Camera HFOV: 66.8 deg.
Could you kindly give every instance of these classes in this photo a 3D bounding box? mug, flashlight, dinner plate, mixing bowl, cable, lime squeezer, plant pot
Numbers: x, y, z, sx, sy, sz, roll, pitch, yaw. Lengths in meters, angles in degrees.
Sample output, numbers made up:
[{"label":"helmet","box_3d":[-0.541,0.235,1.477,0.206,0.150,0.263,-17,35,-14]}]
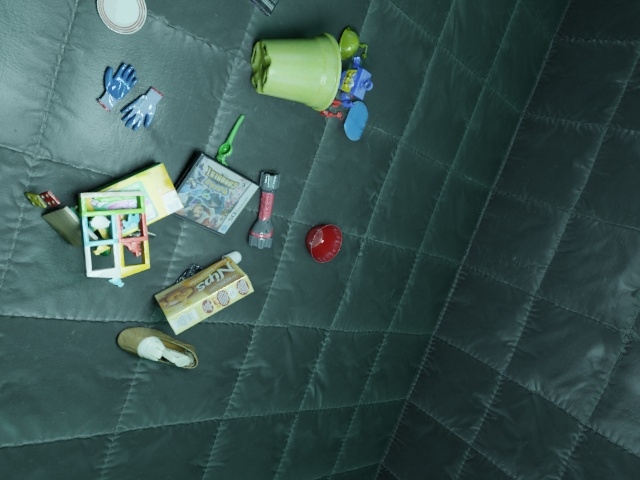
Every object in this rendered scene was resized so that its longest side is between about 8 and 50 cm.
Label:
[{"label":"mug","box_3d":[-0.358,0.076,1.959,0.064,0.078,0.062,-36,97,-36]},{"label":"flashlight","box_3d":[-0.224,-0.123,1.946,0.103,0.103,0.304,-4,113,-38]},{"label":"dinner plate","box_3d":[-0.583,-0.683,1.425,0.141,0.017,0.141,-18,119,-35]},{"label":"mixing bowl","box_3d":[0.000,0.000,2.204,0.181,0.098,0.181,-18,120,-34]},{"label":"cable","box_3d":[-0.475,0.182,1.900,0.150,0.047,0.184,-57,135,-6]},{"label":"lime squeezer","box_3d":[-0.333,-0.307,1.795,0.110,0.059,0.310,-7,113,-39]},{"label":"plant pot","box_3d":[-0.104,-0.614,1.740,0.254,0.276,0.276,-4,112,-28]}]

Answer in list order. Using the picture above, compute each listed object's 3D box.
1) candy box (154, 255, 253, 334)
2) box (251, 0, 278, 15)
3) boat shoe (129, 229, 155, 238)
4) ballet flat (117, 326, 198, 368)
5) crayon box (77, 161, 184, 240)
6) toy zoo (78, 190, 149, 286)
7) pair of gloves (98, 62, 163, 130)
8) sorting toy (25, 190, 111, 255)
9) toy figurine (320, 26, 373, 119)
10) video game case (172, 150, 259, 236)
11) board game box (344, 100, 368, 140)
[{"label":"candy box","box_3d":[-0.430,0.195,1.791,0.316,0.183,0.087,-28,125,-20]},{"label":"box","box_3d":[-0.182,-0.885,1.683,0.116,0.029,0.162,31,86,-44]},{"label":"boat shoe","box_3d":[-0.634,-0.025,1.661,0.133,0.049,0.042,14,95,-37]},{"label":"ballet flat","box_3d":[-0.598,0.422,1.846,0.342,0.124,0.116,38,82,-44]},{"label":"crayon box","box_3d":[-0.611,-0.124,1.578,0.278,0.081,0.165,-30,114,-23]},{"label":"toy zoo","box_3d":[-0.628,-0.003,1.489,0.192,0.030,0.293,-9,100,-42]},{"label":"pair of gloves","box_3d":[-0.597,-0.449,1.518,0.159,0.023,0.198,-57,136,-8]},{"label":"sorting toy","box_3d":[-0.761,-0.057,1.481,0.274,0.132,0.046,56,40,-30]},{"label":"toy figurine","box_3d":[0.153,-0.653,1.956,0.191,0.217,0.362,15,99,-45]},{"label":"video game case","box_3d":[-0.396,-0.163,1.776,0.275,0.035,0.248,27,105,-45]},{"label":"board game box","box_3d":[0.146,-0.528,2.133,0.133,0.033,0.168,23,87,-51]}]
